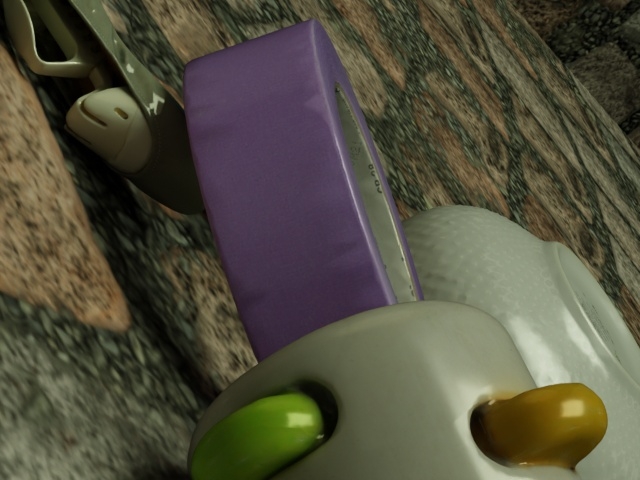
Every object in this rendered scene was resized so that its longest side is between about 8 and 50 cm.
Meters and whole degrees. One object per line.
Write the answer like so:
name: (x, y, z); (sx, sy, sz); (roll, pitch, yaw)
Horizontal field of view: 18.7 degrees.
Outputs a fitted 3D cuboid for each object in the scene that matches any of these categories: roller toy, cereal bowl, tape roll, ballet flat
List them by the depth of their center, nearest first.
roller toy: (0.040, 0.137, 1.033); (0.191, 0.209, 0.146); (97, -28, -61)
ballet flat: (-0.147, -0.100, 1.230); (0.068, 0.072, 0.213); (-23, 77, -47)
tape roll: (0.000, 0.000, 1.254); (0.275, 0.090, 0.274); (-18, 90, -84)
cereal bowl: (0.189, 0.106, 1.673); (0.339, 0.141, 0.339); (51, 16, -21)
